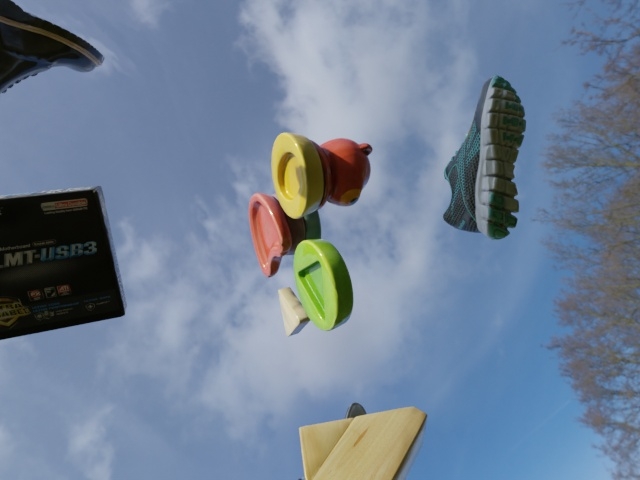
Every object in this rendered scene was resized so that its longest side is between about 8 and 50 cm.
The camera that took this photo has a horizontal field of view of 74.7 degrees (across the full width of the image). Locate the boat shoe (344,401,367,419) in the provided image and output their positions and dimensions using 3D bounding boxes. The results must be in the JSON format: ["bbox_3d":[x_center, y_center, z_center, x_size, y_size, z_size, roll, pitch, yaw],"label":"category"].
[{"bbox_3d":[0.072,0.493,0.997,0.075,0.206,0.065,25,-46,-21],"label":"boat shoe"}]

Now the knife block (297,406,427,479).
[{"bbox_3d":[0.051,0.379,0.584,0.275,0.242,0.088,-8,-55,-7],"label":"knife block"}]

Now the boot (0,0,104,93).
[{"bbox_3d":[-0.330,-0.176,0.440,0.137,0.077,0.198,-67,-12,10],"label":"boot"}]

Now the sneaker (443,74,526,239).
[{"bbox_3d":[0.161,-0.085,0.436,0.065,0.076,0.166,9,-93,-36],"label":"sneaker"}]

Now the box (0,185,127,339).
[{"bbox_3d":[-0.594,0.046,0.885,0.295,0.073,0.293,-8,-72,-17],"label":"box"}]

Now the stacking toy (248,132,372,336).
[{"bbox_3d":[0.000,0.000,0.683,0.130,0.309,0.279,-13,-102,-25],"label":"stacking toy"}]
